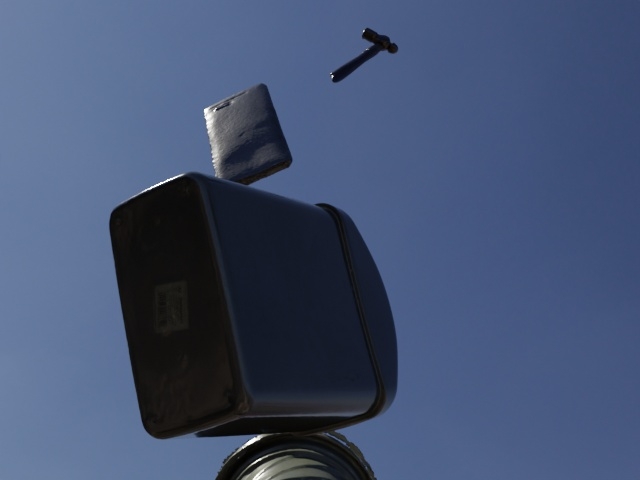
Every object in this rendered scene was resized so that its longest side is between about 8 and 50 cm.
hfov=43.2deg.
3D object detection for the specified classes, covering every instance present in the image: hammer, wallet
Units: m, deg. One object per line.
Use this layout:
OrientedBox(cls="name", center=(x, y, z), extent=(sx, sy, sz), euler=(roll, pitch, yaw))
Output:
OrientedBox(cls="hammer", center=(0.059, -0.288, 1.284), extent=(0.065, 0.178, 0.021), euler=(35, -42, 11))
OrientedBox(cls="wallet", center=(-0.125, -0.176, 1.337), extent=(0.124, 0.244, 0.025), euler=(-23, -48, 5))

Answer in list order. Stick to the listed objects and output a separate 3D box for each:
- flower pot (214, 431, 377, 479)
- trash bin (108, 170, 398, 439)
OrientedBox(cls="flower pot", center=(-0.031, 0.355, 1.003), extent=(0.236, 0.235, 0.140), euler=(11, -4, -2))
OrientedBox(cls="trash bin", center=(-0.035, 0.053, 0.588), extent=(0.101, 0.176, 0.236), euler=(-20, -17, 25))
